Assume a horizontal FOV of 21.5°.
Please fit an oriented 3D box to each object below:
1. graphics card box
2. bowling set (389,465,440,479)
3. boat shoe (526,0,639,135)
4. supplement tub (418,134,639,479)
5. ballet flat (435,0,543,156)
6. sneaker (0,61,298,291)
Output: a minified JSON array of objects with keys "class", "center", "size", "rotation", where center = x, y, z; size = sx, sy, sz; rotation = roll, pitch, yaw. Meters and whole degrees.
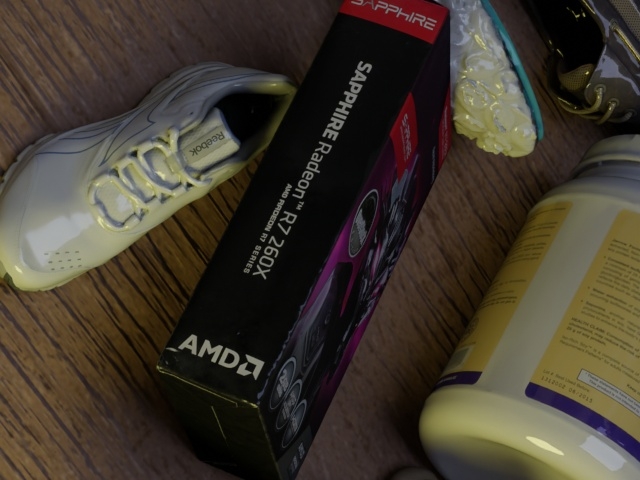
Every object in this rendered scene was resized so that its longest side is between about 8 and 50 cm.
[{"class":"graphics card box","center":[0.000,0.000,1.372],"size":[0.094,0.233,0.371],"rotation":[22,68,14]},{"class":"bowling set","center":[0.016,0.307,1.426],"size":[0.287,0.154,0.200],"rotation":[3,103,-36]},{"class":"boat shoe","center":[0.281,-0.171,1.654],"size":[0.130,0.132,0.355],"rotation":[-30,94,-23]},{"class":"supplement tub","center":[0.260,0.094,1.532],"size":[0.241,0.241,0.331],"rotation":[43,64,-24]},{"class":"ballet flat","center":[0.056,-0.242,1.507],"size":[0.147,0.147,0.409],"rotation":[-31,99,-33]},{"class":"sneaker","center":[-0.138,-0.063,1.340],"size":[0.297,0.129,0.111],"rotation":[-40,109,-29]}]
